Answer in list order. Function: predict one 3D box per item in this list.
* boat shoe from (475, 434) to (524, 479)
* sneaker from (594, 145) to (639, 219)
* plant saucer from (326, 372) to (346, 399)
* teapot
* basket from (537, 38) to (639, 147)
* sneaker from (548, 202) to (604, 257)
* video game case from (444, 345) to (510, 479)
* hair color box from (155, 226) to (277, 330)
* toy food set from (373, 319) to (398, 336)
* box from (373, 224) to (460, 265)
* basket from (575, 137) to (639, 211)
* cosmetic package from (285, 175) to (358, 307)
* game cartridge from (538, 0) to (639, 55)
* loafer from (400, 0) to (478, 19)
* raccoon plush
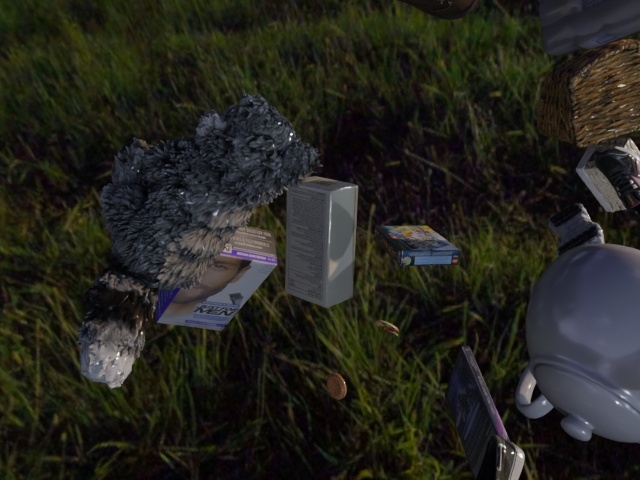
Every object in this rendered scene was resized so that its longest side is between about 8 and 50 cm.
[{"bbox_3d":[0.302,0.463,1.213,0.078,0.070,0.219,-32,30,59],"label":"boat shoe"},{"bbox_3d":[0.595,-0.102,1.277,0.072,0.178,0.077,-41,12,47],"label":"sneaker"},{"bbox_3d":[0.047,0.448,2.058,0.013,0.083,0.083,-12,27,-41],"label":"plant saucer"},{"bbox_3d":[0.325,0.139,0.747,0.252,0.256,0.187,26,73,41],"label":"teapot"},{"bbox_3d":[0.694,-0.376,1.636,0.299,0.213,0.223,-17,19,-2],"label":"basket"},{"bbox_3d":[0.601,0.016,1.518,0.110,0.118,0.292,-32,13,25],"label":"sneaker"},{"bbox_3d":[0.352,0.408,1.524,0.026,0.196,0.274,-2,42,-10],"label":"video game case"},{"bbox_3d":[-0.266,0.095,1.662,0.185,0.339,0.110,12,48,-29],"label":"hair color box"},{"bbox_3d":[0.214,0.280,2.154,0.083,0.083,0.020,14,69,36],"label":"toy food set"},{"bbox_3d":[0.254,0.011,1.812,0.159,0.044,0.233,-1,17,-13],"label":"box"},{"bbox_3d":[0.732,-0.163,1.649,0.113,0.167,0.103,-54,24,-17],"label":"basket"},{"bbox_3d":[0.000,0.000,1.748,0.160,0.309,0.113,17,24,39],"label":"cosmetic package"},{"bbox_3d":[0.393,-0.372,0.778,0.068,0.230,0.355,-12,2,-26],"label":"game cartridge"},{"bbox_3d":[0.079,-0.456,1.032,0.366,0.133,0.130,21,17,7],"label":"loafer"},{"bbox_3d":[-0.162,-0.005,0.993,0.299,0.216,0.446,-14,63,37],"label":"raccoon plush"}]
